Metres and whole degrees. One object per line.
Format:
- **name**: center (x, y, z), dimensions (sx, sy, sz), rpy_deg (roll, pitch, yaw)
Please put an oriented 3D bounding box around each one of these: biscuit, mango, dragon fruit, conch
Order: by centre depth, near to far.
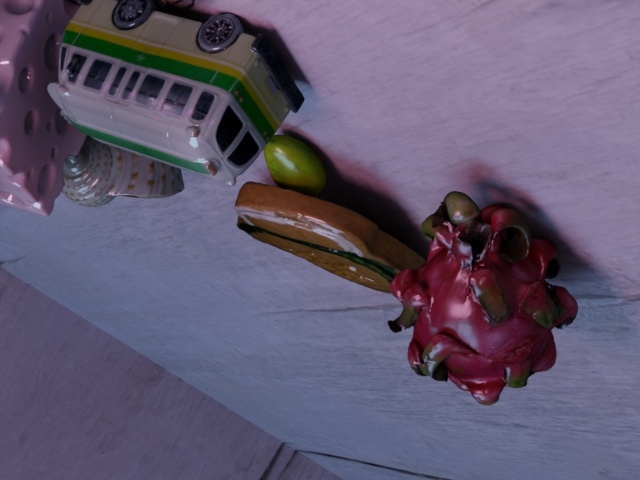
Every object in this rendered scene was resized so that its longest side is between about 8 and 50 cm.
- **dragon fruit**: center (0.195, 0.057, 1.537), dimensions (0.218, 0.272, 0.198), rpy_deg (18, -155, 18)
- **mango**: center (-0.034, -0.097, 1.653), dimensions (0.073, 0.056, 0.108), rpy_deg (10, 155, 41)
- **biscuit**: center (-0.001, 0.002, 1.774), dimensions (0.287, 0.057, 0.344), rpy_deg (17, 171, 29)
- **conch**: center (-0.293, -0.121, 1.890), dimensions (0.172, 0.131, 0.200), rpy_deg (-6, -171, 26)

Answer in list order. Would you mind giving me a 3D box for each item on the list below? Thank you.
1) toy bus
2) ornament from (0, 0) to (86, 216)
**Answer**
- **toy bus**: center (-0.179, -0.174, 1.479), dimensions (0.276, 0.164, 0.133), rpy_deg (18, 159, 31)
- **ornament**: center (-0.439, -0.205, 1.635), dimensions (0.239, 0.239, 0.240), rpy_deg (14, 160, 16)
